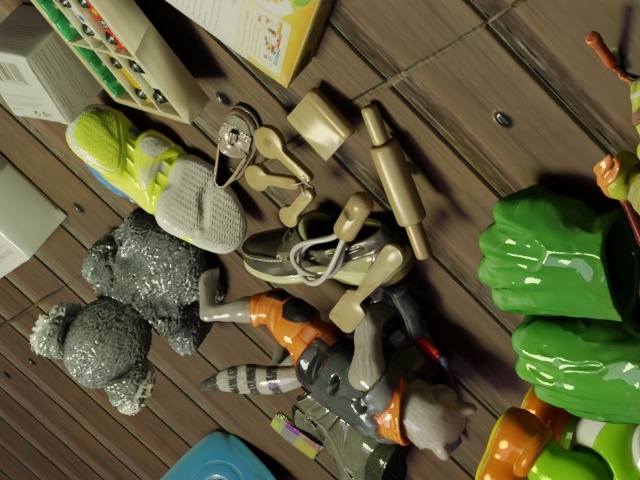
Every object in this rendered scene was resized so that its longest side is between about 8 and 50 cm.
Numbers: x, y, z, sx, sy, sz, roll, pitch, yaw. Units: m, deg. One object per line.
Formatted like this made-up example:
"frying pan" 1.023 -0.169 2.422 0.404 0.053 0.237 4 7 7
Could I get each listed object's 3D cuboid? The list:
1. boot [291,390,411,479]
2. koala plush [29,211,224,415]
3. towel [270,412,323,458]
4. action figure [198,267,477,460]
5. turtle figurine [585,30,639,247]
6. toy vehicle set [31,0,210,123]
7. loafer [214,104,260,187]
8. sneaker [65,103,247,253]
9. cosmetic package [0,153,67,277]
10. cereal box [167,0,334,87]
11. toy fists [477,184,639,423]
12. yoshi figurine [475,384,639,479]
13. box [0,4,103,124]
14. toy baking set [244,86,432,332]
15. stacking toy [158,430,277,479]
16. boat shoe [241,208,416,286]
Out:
"boot" 0.032 0.282 2.042 0.161 0.083 0.246 37 148 19
"koala plush" -0.247 0.095 1.916 0.196 0.221 0.203 39 153 -1
"towel" -0.034 0.280 2.176 0.083 0.009 0.060 37 154 5
"action figure" 0.038 0.174 1.747 0.330 0.178 0.341 19 149 39
"turtle figurine" 0.298 -0.041 1.189 0.217 0.087 0.269 16 146 36
"toy vehicle set" -0.238 -0.236 1.548 0.166 0.035 0.267 20 153 53
"loafer" -0.092 -0.097 1.631 0.045 0.039 0.125 34 153 10
"sneaker" -0.188 -0.071 1.765 0.240 0.091 0.126 40 171 -4
"cosmetic package" -0.551 -0.062 2.190 0.284 0.097 0.377 42 153 -13
"cereal box" -0.098 -0.261 1.378 0.240 0.047 0.173 37 154 5
"toy fists" 0.238 0.063 1.422 0.142 0.096 0.279 4 137 34
"yoshi figurine" 0.349 0.292 1.553 0.362 0.203 0.203 22 165 25
"box" -0.307 -0.196 1.688 0.101 0.087 0.102 12 144 41
"toy baking set" 0.024 -0.031 1.525 0.196 0.030 0.256 -12 108 44
"stacking toy" -0.128 0.442 2.412 0.175 0.166 0.302 42 168 28
"boat shoe" 0.000 0.001 1.637 0.223 0.080 0.073 4 132 40
